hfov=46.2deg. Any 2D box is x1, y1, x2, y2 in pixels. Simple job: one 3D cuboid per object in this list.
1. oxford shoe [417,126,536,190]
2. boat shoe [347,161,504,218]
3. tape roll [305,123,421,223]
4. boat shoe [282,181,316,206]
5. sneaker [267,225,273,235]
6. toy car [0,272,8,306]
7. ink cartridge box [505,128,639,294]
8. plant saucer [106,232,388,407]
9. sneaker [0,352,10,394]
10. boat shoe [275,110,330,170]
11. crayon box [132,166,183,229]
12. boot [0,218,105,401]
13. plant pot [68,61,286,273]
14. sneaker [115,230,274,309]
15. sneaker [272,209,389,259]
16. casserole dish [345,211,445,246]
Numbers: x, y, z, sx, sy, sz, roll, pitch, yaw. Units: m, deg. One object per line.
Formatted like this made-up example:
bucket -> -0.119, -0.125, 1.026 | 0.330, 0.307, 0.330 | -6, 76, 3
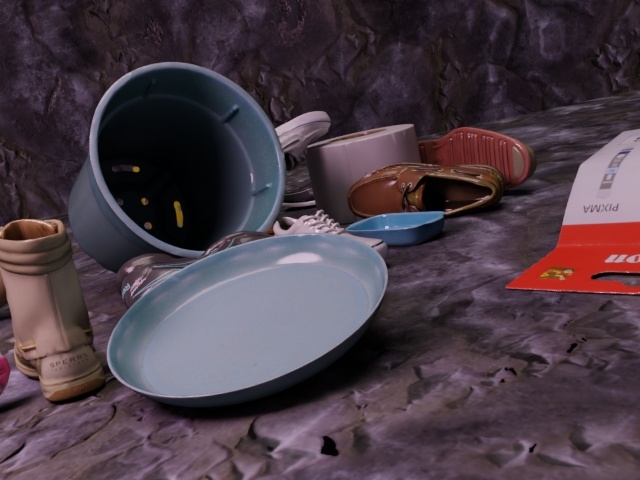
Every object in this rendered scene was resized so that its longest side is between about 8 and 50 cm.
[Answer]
oxford shoe -> 0.334, -0.175, 1.607 | 0.147, 0.140, 0.397 | -9, 11, -27
boat shoe -> 0.187, -0.093, 1.411 | 0.308, 0.110, 0.104 | -9, 11, 20
tape roll -> 0.098, -0.147, 1.631 | 0.246, 0.169, 0.246 | -12, 10, 2
boat shoe -> 0.039, -0.146, 1.890 | 0.303, 0.091, 0.114 | -10, 11, 13
sneaker -> -0.117, -0.009, 1.464 | 0.067, 0.064, 0.175 | 8, 24, 35
toy car -> -0.606, 0.079, 1.366 | 0.189, 0.154, 0.149 | -3, 11, 0
ink cartridge box -> 0.438, -0.055, 0.900 | 0.385, 0.091, 0.308 | -30, 19, -38
plant saucer -> -0.076, 0.085, 0.834 | 0.318, 0.043, 0.317 | -14, 26, 7
sneaker -> -0.484, 0.167, 0.879 | 0.252, 0.102, 0.111 | -12, 13, 0
boat shoe -> -0.074, -0.178, 1.511 | 0.258, 0.084, 0.095 | -30, -11, -25
crayon box -> -0.297, -0.100, 1.749 | 0.319, 0.202, 0.081 | -1, 15, 43
boot -> -0.350, 0.071, 0.936 | 0.095, 0.203, 0.262 | -17, 13, -25
plant pot -> -0.289, -0.093, 1.356 | 0.341, 0.341, 0.334 | -20, -3, -35
sneaker -> -0.169, 0.063, 1.141 | 0.268, 0.101, 0.106 | -15, 33, -15
sneaker -> 0.000, 0.000, 1.200 | 0.094, 0.091, 0.258 | -22, 14, -40
casserole dish -> 0.131, -0.018, 1.293 | 0.188, 0.036, 0.114 | 0, 16, 45
